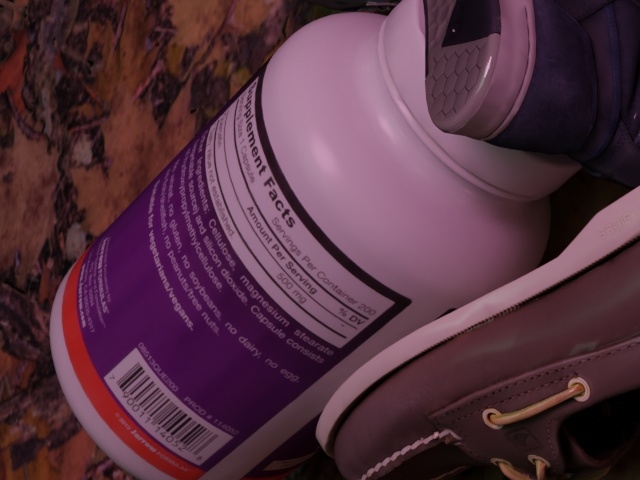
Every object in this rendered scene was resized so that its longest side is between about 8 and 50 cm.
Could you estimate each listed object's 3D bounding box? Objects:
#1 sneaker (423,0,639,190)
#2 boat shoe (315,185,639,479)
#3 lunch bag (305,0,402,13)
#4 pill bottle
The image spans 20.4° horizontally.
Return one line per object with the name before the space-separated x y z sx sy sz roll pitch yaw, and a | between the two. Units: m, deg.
sneaker | 0.133 -0.122 0.868 0.086 0.163 0.226 131 149 -50
boat shoe | 0.123 0.066 0.870 0.324 0.116 0.097 -36 67 36
lunch bag | 0.040 -0.251 1.072 0.176 0.090 0.219 -7 75 51
pill bottle | 0.000 0.000 0.984 0.323 0.181 0.182 -42 51 36
